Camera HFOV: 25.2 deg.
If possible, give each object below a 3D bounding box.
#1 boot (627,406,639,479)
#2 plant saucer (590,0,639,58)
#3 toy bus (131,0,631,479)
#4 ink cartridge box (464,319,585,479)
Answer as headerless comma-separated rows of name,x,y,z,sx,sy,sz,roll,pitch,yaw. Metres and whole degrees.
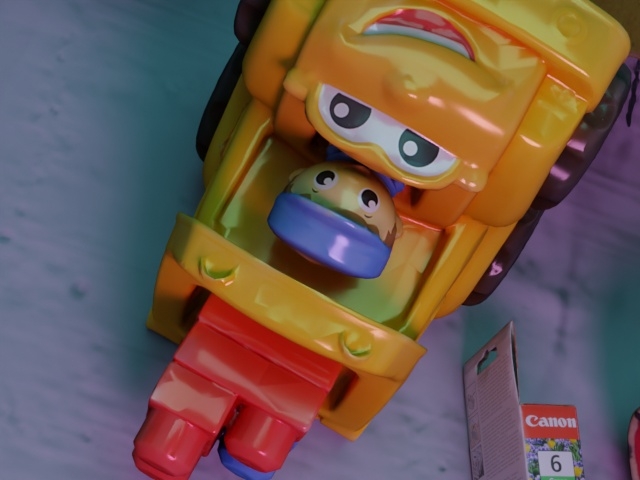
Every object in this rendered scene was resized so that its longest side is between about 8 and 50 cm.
boot,0.326,0.180,0.624,0.284,0.138,0.377,-14,68,-24
plant saucer,0.218,-0.173,0.659,0.333,0.333,0.081,-17,115,-24
toy bus,0.000,0.000,0.564,0.149,0.220,0.211,31,67,1
ink cartridge box,0.090,0.099,0.628,0.029,0.063,0.115,4,66,-15
